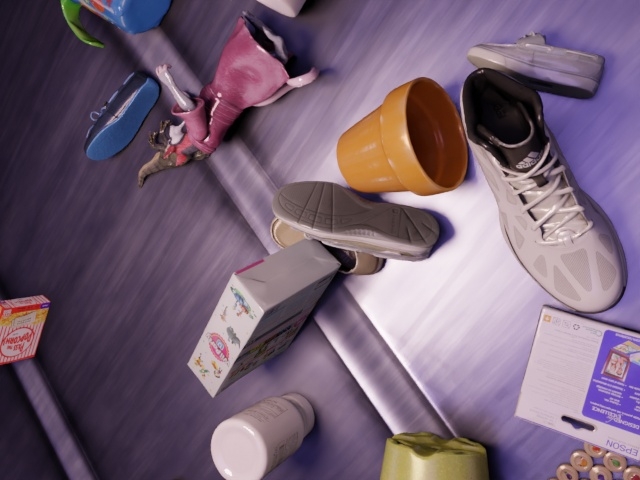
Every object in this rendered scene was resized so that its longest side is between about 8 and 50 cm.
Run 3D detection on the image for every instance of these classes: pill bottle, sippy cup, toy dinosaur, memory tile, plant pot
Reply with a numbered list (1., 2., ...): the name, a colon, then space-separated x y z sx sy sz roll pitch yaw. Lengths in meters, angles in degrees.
1. pill bottle: -0.108 0.399 1.119 0.131 0.229 0.131 1 93 27
2. sippy cup: -0.486 -0.624 1.286 0.224 0.240 0.305 40 148 9
3. toy dinosaur: -0.383 -0.223 1.330 0.268 0.064 0.118 -17 91 30
4. memory tile: 0.480 0.426 0.945 0.113 0.012 0.148 39 108 21
5. plant pot: 0.204 0.492 0.969 0.276 0.276 0.254 0 80 27
6. plant pot: 0.140 -0.172 1.004 0.188 0.205 0.205 -12 86 43

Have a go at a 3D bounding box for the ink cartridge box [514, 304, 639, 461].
1. ink cartridge box: 0.462 0.239 0.927 0.206 0.045 0.208 16 98 25

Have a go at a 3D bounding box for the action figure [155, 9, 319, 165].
1. action figure: -0.208 -0.304 1.190 0.275 0.248 0.370 35 105 -7

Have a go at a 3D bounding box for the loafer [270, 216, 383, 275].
1. loafer: 0.000 0.000 1.125 0.268 0.092 0.102 18 100 25

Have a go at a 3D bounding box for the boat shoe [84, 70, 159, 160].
1. boat shoe: -0.512 -0.318 1.381 0.258 0.109 0.089 -45 65 4

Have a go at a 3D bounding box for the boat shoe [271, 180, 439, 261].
1. boat shoe: 0.062 -0.028 1.039 0.320 0.103 0.118 11 58 4

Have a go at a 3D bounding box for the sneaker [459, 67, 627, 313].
1. sneaker: 0.334 -0.074 0.861 0.169 0.257 0.448 -30 79 24

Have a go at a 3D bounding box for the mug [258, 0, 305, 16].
1. mug: -0.103 -0.678 1.077 0.328 0.276 0.374 -58 38 11

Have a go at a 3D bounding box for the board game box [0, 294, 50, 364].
1. board game box: -0.877 0.258 1.549 0.045 0.146 0.194 29 105 23

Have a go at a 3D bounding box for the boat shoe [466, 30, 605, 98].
1. boat shoe: 0.374 -0.316 0.940 0.227 0.079 0.081 23 93 19

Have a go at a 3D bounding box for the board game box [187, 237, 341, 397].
1. board game box: -0.114 0.151 1.067 0.097 0.224 0.303 45 131 18
